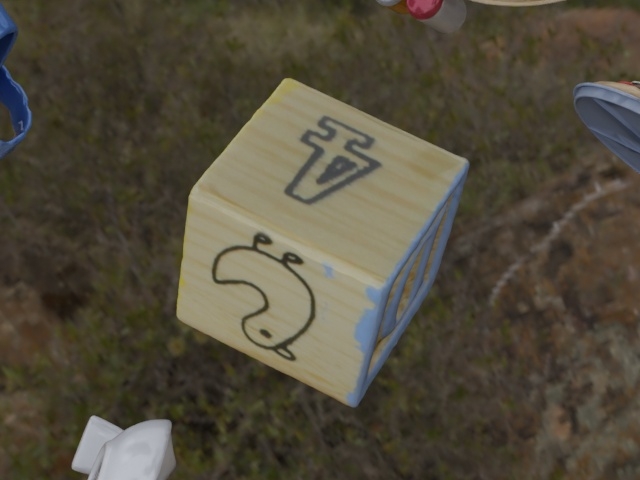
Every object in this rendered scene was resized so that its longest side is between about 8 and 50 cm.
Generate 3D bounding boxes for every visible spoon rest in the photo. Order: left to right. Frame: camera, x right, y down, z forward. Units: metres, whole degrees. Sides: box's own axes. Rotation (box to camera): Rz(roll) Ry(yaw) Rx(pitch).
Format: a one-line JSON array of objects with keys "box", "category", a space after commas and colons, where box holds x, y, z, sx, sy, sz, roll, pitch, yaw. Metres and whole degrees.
[{"box": [-0.163, 0.208, 1.308, 0.276, 0.084, 0.137, -164, 95, -77], "category": "spoon rest"}]

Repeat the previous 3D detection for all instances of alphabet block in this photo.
[{"box": [0.000, 0.000, 1.416, 0.197, 0.192, 0.193, 25, 48, 13], "category": "alphabet block"}]

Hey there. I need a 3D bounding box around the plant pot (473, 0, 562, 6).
[{"box": [0.115, -0.250, 0.842, 0.236, 0.236, 0.032, -5, 8, 26], "category": "plant pot"}]

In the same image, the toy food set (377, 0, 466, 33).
[{"box": [0.137, -0.282, 1.407, 0.232, 0.104, 0.111, -32, 64, 25], "category": "toy food set"}]

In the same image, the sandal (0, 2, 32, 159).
[{"box": [-0.306, -0.189, 1.258, 0.138, 0.317, 0.126, 16, 34, 22], "category": "sandal"}]

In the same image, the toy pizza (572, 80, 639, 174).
[{"box": [0.270, -0.059, 1.087, 0.032, 0.201, 0.201, -54, 43, -2], "category": "toy pizza"}]
